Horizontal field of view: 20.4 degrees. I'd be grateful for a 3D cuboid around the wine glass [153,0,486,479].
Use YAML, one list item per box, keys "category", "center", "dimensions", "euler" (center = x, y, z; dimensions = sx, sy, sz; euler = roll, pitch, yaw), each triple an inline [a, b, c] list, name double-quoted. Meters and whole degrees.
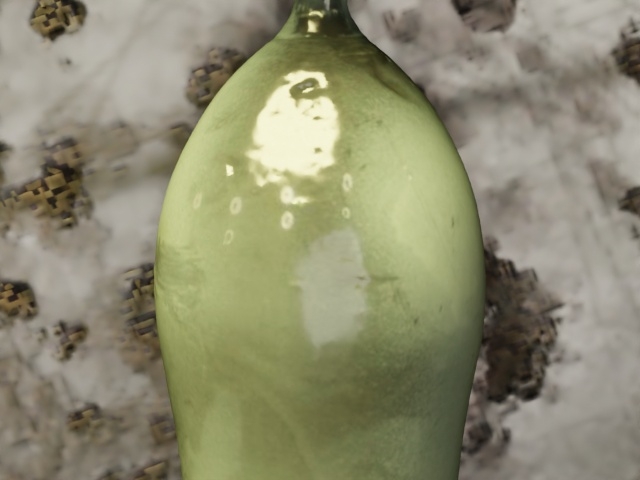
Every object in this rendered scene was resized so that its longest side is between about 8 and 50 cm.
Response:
- category: "wine glass"
  center: [0.000, 0.000, 0.488]
  dimensions: [0.093, 0.093, 0.202]
  euler: [1, 99, -3]
